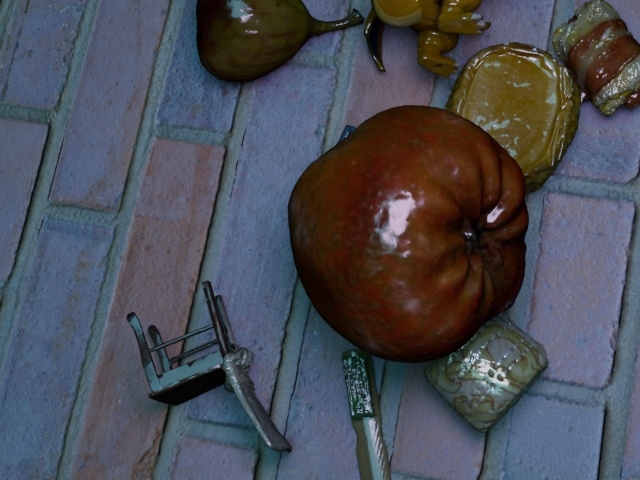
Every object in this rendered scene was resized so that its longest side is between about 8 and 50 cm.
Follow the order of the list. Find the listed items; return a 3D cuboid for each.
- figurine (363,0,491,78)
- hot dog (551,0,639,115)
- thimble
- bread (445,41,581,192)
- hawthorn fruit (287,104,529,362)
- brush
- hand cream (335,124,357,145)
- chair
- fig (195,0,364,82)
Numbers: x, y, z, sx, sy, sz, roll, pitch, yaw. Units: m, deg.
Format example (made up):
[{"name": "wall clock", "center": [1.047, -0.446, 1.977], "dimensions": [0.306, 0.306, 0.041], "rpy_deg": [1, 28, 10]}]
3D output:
[{"name": "figurine", "center": [0.211, -0.512, 1.610], "dimensions": [0.268, 0.401, 0.387], "rpy_deg": [7, 68, 12]}, {"name": "hot dog", "center": [0.506, -0.322, 1.654], "dimensions": [0.146, 0.103, 0.213], "rpy_deg": [-34, 63, 23]}, {"name": "thimble", "center": [0.281, 0.209, 1.555], "dimensions": [0.143, 0.137, 0.190], "rpy_deg": [42, 73, 18]}, {"name": "bread", "center": [0.333, -0.212, 1.638], "dimensions": [0.227, 0.142, 0.254], "rpy_deg": [21, 79, 16]}, {"name": "hawthorn fruit", "center": [0.122, -0.018, 1.482], "dimensions": [0.402, 0.403, 0.403], "rpy_deg": [-2, 77, 10]}, {"name": "brush", "center": [0.081, 0.327, 1.613], "dimensions": [0.054, 0.048, 0.283], "rpy_deg": [-12, 77, 11]}, {"name": "hand cream", "center": [0.125, -0.138, 1.714], "dimensions": [0.224, 0.048, 0.083], "rpy_deg": [26, 86, 20]}, {"name": "chair", "center": [-0.194, 0.252, 1.627], "dimensions": [0.186, 0.160, 0.319], "rpy_deg": [-23, 73, -1]}, {"name": "fig", "center": [-0.071, -0.406, 1.752], "dimensions": [0.320, 0.217, 0.217], "rpy_deg": [-1, 76, -12]}]
